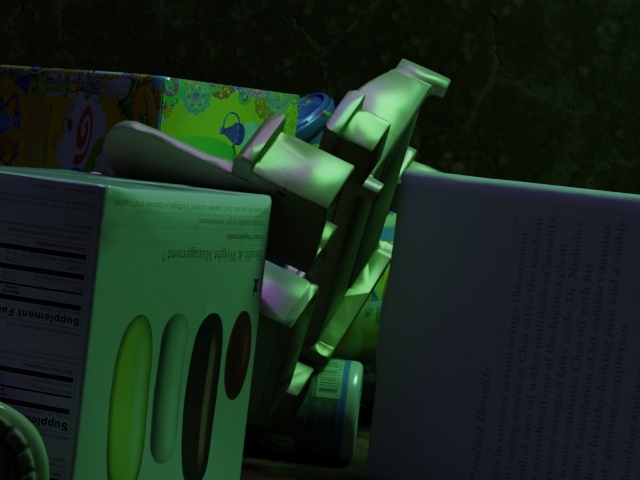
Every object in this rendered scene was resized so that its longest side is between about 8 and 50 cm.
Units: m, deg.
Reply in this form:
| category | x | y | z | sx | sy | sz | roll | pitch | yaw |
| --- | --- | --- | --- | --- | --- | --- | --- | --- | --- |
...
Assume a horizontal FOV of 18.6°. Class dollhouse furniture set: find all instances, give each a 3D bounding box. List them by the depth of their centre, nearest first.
| category | x | y | z | sx | sy | sz | roll | pitch | yaw |
| --- | --- | --- | --- | --- | --- | --- | --- | --- | --- |
| dollhouse furniture set | -0.029 | -0.063 | 1.389 | 0.174 | 0.303 | 0.355 | 25 | 46 | 9 |

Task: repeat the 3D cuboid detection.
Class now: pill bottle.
| category | x | y | z | sx | sy | sz | roll | pitch | yaw |
| --- | --- | --- | --- | --- | --- | --- | --- | --- | --- |
| pill bottle | -0.039 | 0.123 | 1.487 | 0.137 | 0.078 | 0.078 | 6 | 2 | 3 |

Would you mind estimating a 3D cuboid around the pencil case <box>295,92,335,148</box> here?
| category | x | y | z | sx | sy | sz | roll | pitch | yaw |
| --- | --- | --- | --- | --- | --- | --- | --- | --- | --- |
| pencil case | 0.000 | 0.000 | 2.027 | 0.119 | 0.306 | 0.133 | -12 | 16 | 33 |

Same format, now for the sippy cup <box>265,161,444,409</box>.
| category | x | y | z | sx | sy | sz | roll | pitch | yaw |
| --- | --- | --- | --- | --- | --- | --- | --- | --- | --- |
| sippy cup | 0.006 | 0.048 | 1.725 | 0.305 | 0.240 | 0.224 | 1 | 5 | 40 |

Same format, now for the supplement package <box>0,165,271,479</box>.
| category | x | y | z | sx | sy | sz | roll | pitch | yaw |
| --- | --- | --- | --- | --- | --- | --- | --- | --- | --- |
| supplement package | -0.143 | 0.063 | 1.113 | 0.149 | 0.203 | 0.194 | 8 | 3 | 26 |

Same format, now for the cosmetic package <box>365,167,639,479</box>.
| category | x | y | z | sx | sy | sz | roll | pitch | yaw |
| --- | --- | --- | --- | --- | --- | --- | --- | --- | --- |
| cosmetic package | 0.247 | 0.089 | 1.262 | 0.161 | 0.230 | 0.453 | 5 | 3 | -42 |

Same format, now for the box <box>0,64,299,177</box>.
| category | x | y | z | sx | sy | sz | roll | pitch | yaw |
| --- | --- | --- | --- | --- | --- | --- | --- | --- | --- |
| box | -0.190 | -0.018 | 1.943 | 0.177 | 0.290 | 0.279 | 4 | 4 | -43 |

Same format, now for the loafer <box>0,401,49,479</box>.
| category | x | y | z | sx | sy | sz | roll | pitch | yaw |
| --- | --- | --- | --- | --- | --- | --- | --- | --- | --- |
| loafer | -0.270 | 0.105 | 0.985 | 0.269 | 0.102 | 0.092 | 4 | 6 | -5 |
